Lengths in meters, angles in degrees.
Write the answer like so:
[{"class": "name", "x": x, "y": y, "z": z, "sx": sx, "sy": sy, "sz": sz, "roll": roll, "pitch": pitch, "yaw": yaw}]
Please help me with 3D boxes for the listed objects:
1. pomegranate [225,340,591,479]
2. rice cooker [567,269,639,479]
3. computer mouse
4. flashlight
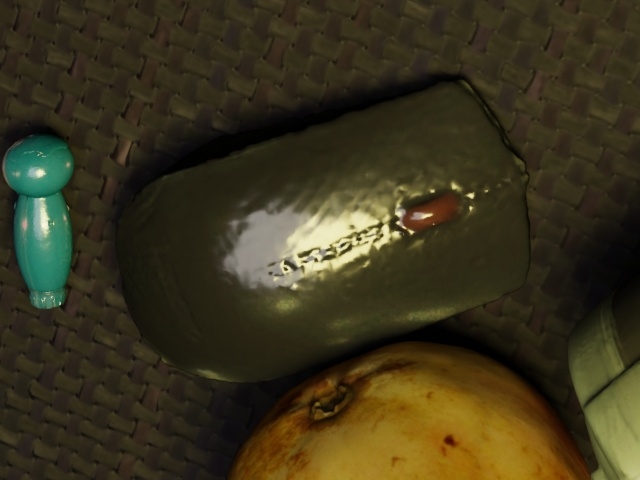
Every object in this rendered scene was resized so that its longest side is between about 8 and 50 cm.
[{"class": "pomegranate", "x": 0.071, "y": 0.205, "z": 1.260, "sx": 0.252, "sy": 0.229, "sz": 0.270, "roll": -40, "pitch": 116, "yaw": -4}, {"class": "rice cooker", "x": 0.313, "y": 0.096, "z": 1.152, "sx": 0.288, "sy": 0.288, "sz": 0.277, "roll": 45, "pitch": 113, "yaw": -7}, {"class": "computer mouse", "x": -0.002, "y": 0.002, "z": 1.270, "sx": 0.295, "sy": 0.087, "sz": 0.168, "roll": -18, "pitch": 103, "yaw": 14}, {"class": "flashlight", "x": -0.194, "y": -0.013, "z": 1.322, "sx": 0.051, "sy": 0.051, "sz": 0.129, "roll": 2, "pitch": 112, "yaw": 10}]
